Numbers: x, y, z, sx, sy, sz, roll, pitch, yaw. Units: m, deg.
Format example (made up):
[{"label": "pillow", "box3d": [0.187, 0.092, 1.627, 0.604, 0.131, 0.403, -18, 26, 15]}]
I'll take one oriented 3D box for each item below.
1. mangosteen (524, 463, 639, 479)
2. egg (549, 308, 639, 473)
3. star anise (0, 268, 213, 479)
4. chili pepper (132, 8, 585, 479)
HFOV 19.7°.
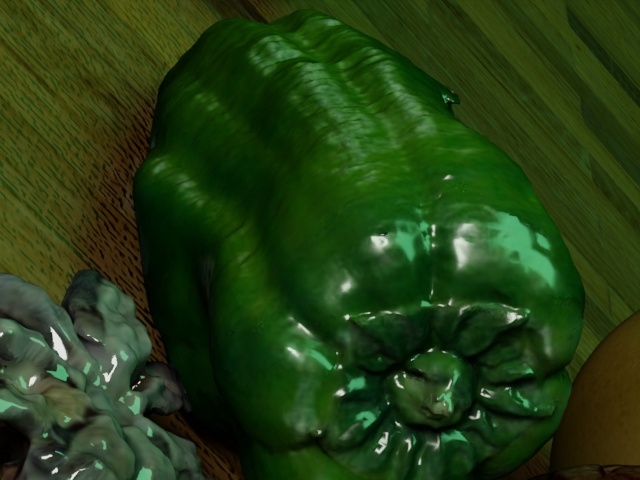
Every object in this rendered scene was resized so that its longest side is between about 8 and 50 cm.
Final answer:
[{"label": "mangosteen", "box3d": [0.146, 0.233, 0.874, 0.215, 0.215, 0.257, -58, 139, -67]}, {"label": "egg", "box3d": [0.271, 0.178, 1.118, 0.250, 0.250, 0.322, 29, 38, -47]}, {"label": "star anise", "box3d": [-0.095, 0.081, 0.762, 0.180, 0.061, 0.204, 52, 21, -5]}, {"label": "chili pepper", "box3d": [-0.010, 0.005, 0.918, 0.167, 0.213, 0.385, -2, 21, -13]}]
